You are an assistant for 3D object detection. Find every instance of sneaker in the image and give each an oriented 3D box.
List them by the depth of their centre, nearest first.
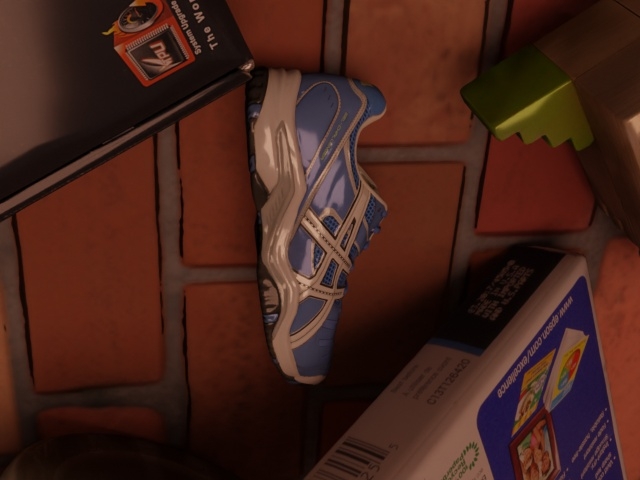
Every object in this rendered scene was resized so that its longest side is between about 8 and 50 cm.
[{"bbox_3d":[0.000,0.000,0.496,0.081,0.080,0.211,-4,119,-6],"label":"sneaker"}]

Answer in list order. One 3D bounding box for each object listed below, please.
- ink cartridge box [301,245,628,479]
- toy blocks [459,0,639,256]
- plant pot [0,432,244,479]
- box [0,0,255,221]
[{"bbox_3d":[0.109,0.212,0.544,0.303,0.072,0.307,-42,126,-34],"label":"ink cartridge box"},{"bbox_3d":[0.311,-0.077,0.483,0.381,0.191,0.261,-32,129,6],"label":"toy blocks"},{"bbox_3d":[-0.145,0.290,0.515,0.323,0.323,0.280,20,94,-20],"label":"plant pot"},{"bbox_3d":[-0.250,-0.169,0.319,0.318,0.097,0.395,-30,119,-9],"label":"box"}]
